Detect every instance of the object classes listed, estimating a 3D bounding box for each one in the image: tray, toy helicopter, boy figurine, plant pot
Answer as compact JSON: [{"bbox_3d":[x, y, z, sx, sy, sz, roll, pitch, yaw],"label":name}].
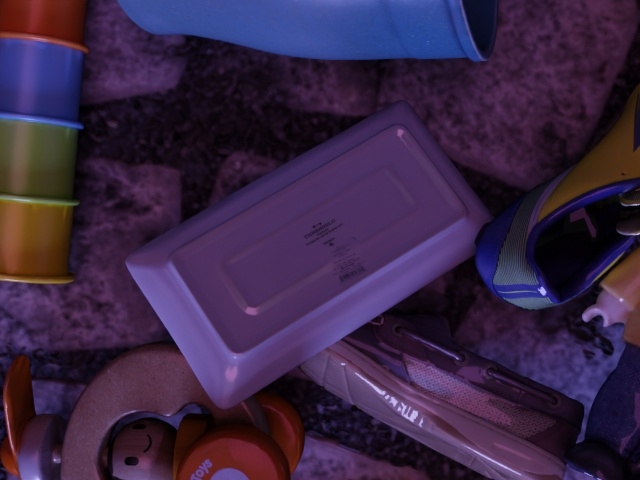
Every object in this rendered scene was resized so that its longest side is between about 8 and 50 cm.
[{"bbox_3d":[0.000,0.000,0.781,0.270,0.030,0.145,-31,77,-16],"label":"tray"},{"bbox_3d":[-0.181,0.241,0.814,0.235,0.140,0.355,28,97,2],"label":"toy helicopter"},{"bbox_3d":[0.290,0.058,0.733,0.177,0.092,0.285,27,91,23],"label":"boy figurine"},{"bbox_3d":[-0.018,-0.251,0.725,0.255,0.272,0.271,-4,94,18],"label":"plant pot"}]

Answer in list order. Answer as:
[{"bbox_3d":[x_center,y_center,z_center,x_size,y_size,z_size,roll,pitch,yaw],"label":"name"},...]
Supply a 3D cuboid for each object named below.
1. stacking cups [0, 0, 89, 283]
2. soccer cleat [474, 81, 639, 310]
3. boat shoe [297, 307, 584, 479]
[{"bbox_3d":[-0.224,-0.126,0.812,0.096,0.096,0.316,9,93,2],"label":"stacking cups"},{"bbox_3d":[0.245,-0.048,0.765,0.289,0.121,0.093,-40,107,-8],"label":"soccer cleat"},{"bbox_3d":[0.077,0.102,0.816,0.285,0.103,0.092,29,70,11],"label":"boat shoe"}]
